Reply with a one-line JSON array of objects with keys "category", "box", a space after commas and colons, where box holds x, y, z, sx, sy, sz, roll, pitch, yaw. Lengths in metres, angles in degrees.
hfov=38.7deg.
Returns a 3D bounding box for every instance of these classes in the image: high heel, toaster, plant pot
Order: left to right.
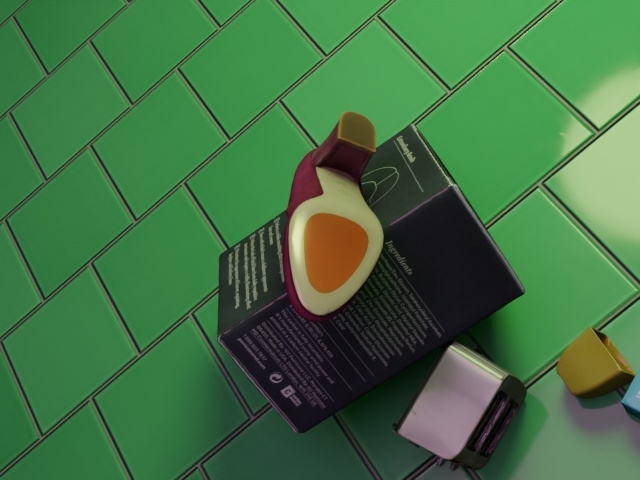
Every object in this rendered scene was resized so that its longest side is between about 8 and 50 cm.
[{"category": "high heel", "box": [0.000, 0.000, 1.215, 0.127, 0.181, 0.377, 26, 42, -7]}, {"category": "toaster", "box": [0.211, 0.241, 1.338, 0.110, 0.168, 0.186, 29, 84, 29]}, {"category": "plant pot", "box": [0.394, 0.186, 1.326, 0.083, 0.081, 0.081, -41, 58, 17]}]

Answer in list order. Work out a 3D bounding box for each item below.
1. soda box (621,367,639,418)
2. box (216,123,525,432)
[{"category": "soda box", "box": [0.525, 0.249, 1.242, 0.210, 0.067, 0.071, 28, 83, 32]}, {"category": "box", "box": [0.059, 0.048, 1.390, 0.395, 0.212, 0.293, -34, 22, 10]}]
